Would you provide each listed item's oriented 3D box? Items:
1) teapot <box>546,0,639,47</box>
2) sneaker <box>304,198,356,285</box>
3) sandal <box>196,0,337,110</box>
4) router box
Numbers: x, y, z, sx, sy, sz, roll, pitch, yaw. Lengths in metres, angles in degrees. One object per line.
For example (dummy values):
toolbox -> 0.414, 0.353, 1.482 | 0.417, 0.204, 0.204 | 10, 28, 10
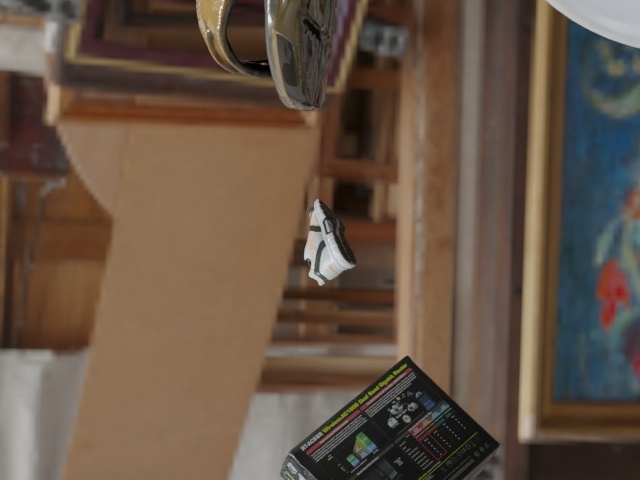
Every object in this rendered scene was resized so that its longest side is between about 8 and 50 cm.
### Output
teapot -> 0.235, -0.251, 0.954 | 0.252, 0.187, 0.256 | 24, 142, 17
sneaker -> 0.000, 0.000, 1.412 | 0.040, 0.043, 0.109 | 43, -163, -26
sandal -> -0.023, -0.108, 0.652 | 0.060, 0.090, 0.219 | 5, -166, -4
router box -> 0.047, 0.149, 1.043 | 0.122, 0.092, 0.038 | -36, 161, -31
